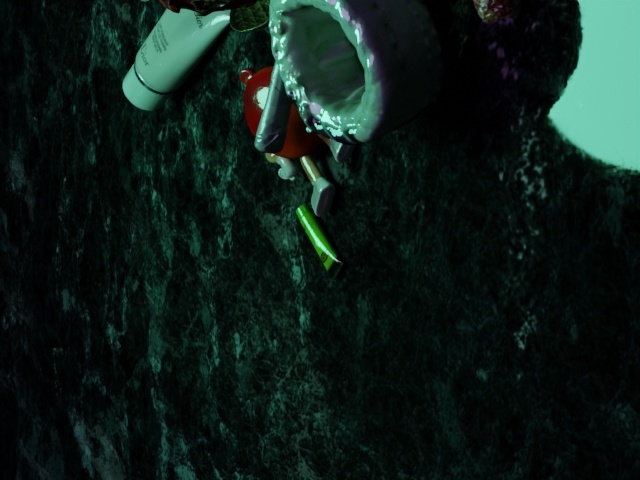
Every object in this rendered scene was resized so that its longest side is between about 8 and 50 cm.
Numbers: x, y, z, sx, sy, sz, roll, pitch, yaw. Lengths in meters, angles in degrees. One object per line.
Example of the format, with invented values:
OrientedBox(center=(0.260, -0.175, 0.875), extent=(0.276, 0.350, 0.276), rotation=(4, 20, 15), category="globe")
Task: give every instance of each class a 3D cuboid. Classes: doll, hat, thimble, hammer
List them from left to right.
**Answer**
OrientedBox(center=(-0.054, -0.331, 1.933), extent=(0.146, 0.067, 0.146), rotation=(-28, 38, 24), category="hat")
OrientedBox(center=(-0.037, -0.159, 1.910), extent=(0.217, 0.085, 0.183), rotation=(45, 135, 25), category="doll")
OrientedBox(center=(-0.016, -0.303, 1.764), extent=(0.044, 0.152, 0.427), rotation=(48, 134, 48), category="hammer")
OrientedBox(center=(0.046, -0.240, 1.624), extent=(0.237, 0.150, 0.237), rotation=(37, 142, 37), category="thimble")

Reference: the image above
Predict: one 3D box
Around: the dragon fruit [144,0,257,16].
OrientedBox(center=(-0.150, -0.463, 1.852), extent=(0.295, 0.295, 0.302), rotation=(-16, 72, 61), category="dragon fruit")

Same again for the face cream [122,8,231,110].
OrientedBox(center=(-0.223, -0.332, 2.227), extent=(0.314, 0.089, 0.143), rotation=(-45, 56, 41), category="face cream")

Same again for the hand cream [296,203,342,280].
OrientedBox(center=(0.000, 0.000, 1.924), extent=(0.122, 0.023, 0.036), rotation=(60, 139, 31), category="hand cream")

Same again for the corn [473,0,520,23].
OrientedBox(center=(0.179, -0.356, 1.494), extent=(0.079, 0.079, 0.237), rotation=(-5, 93, 61), category="corn")
